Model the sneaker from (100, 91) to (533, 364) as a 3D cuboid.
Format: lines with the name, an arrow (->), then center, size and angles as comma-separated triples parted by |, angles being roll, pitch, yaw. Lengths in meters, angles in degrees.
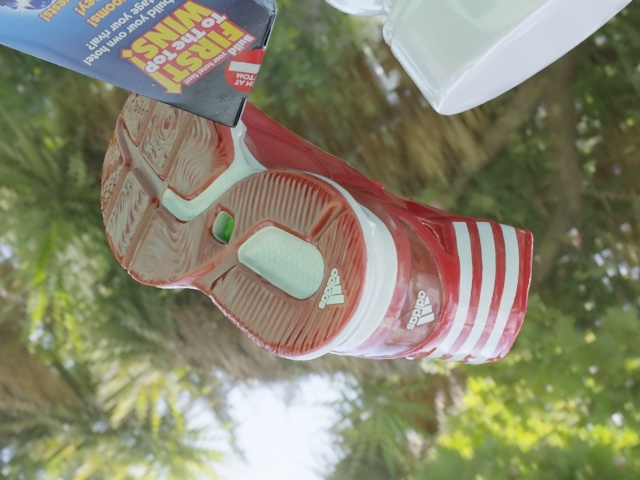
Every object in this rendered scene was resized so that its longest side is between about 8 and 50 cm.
sneaker -> 0.000, 0.000, 0.623 | 0.221, 0.128, 0.087 | 44, -68, 53

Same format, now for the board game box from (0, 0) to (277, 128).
board game box -> -0.062, -0.124, 0.505 | 0.194, 0.194, 0.060 | -31, -132, 29

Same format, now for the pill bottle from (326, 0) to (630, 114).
pill bottle -> 0.029, -0.209, 0.717 | 0.161, 0.283, 0.161 | -34, 171, -6
